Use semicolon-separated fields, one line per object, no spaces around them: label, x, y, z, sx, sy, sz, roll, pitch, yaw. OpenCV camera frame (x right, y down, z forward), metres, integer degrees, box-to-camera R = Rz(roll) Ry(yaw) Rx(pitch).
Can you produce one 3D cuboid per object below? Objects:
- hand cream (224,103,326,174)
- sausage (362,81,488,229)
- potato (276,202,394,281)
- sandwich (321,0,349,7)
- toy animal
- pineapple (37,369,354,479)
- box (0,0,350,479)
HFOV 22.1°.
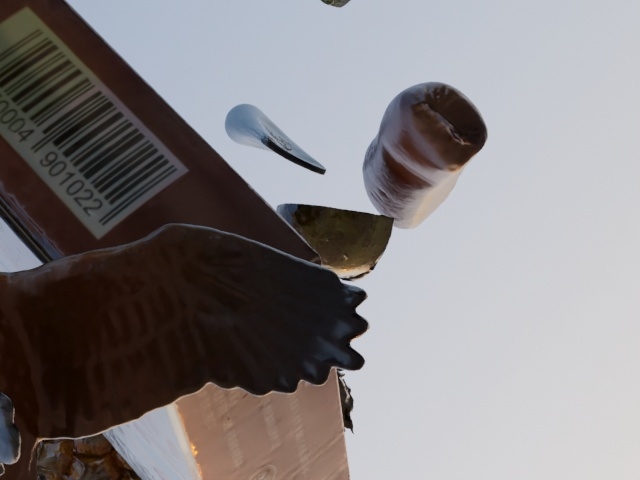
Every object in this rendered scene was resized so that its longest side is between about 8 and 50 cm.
hand cream;-0.061;-0.114;1.815;0.083;0.224;0.048;27;-86;-24
sausage;0.093;-0.081;1.508;0.083;0.089;0.300;-35;-6;-13
potato;0.000;0.000;1.491;0.103;0.096;0.066;9;-96;-45
sandwich;0.012;-0.191;1.180;0.044;0.031;0.083;-54;15;23
toy animal;-0.153;0.119;0.842;0.225;0.302;0.284;-20;-56;-46
pineapple;-0.138;0.178;1.735;0.300;0.352;0.352;-49;-36;1
box;-0.142;0.020;1.120;0.122;0.344;0.385;-38;-24;-15
